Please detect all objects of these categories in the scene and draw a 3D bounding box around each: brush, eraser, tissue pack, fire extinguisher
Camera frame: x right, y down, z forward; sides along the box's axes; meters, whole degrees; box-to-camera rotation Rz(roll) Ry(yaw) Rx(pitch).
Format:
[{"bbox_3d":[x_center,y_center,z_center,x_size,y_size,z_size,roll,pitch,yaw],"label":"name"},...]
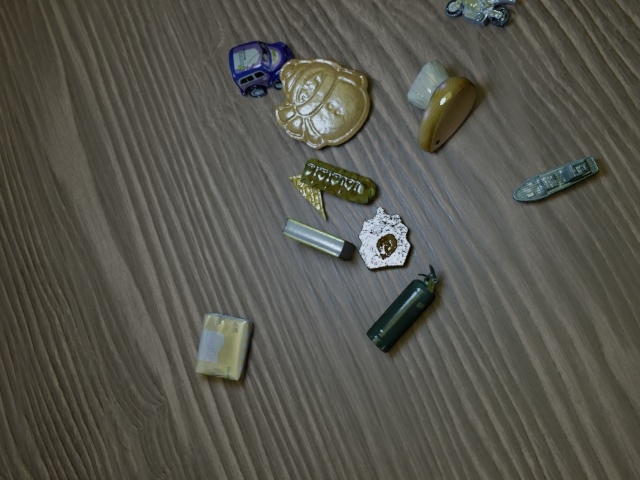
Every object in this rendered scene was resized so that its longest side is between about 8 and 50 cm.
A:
[{"bbox_3d":[0.374,-0.436,1.832,0.166,0.174,0.267,42,113,31],"label":"brush"},{"bbox_3d":[0.000,0.000,1.892,0.226,0.158,0.069,23,89,20],"label":"eraser"},{"bbox_3d":[-0.346,0.378,1.993,0.186,0.090,0.222,8,86,16],"label":"tissue pack"},{"bbox_3d":[0.278,0.216,1.803,0.311,0.114,0.095,-48,27,6],"label":"fire extinguisher"}]

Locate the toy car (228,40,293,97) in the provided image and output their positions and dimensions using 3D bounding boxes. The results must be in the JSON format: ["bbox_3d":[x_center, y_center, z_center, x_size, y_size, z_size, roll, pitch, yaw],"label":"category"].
[{"bbox_3d":[-0.222,-0.646,2.043,0.235,0.158,0.172,-13,79,14],"label":"toy car"}]

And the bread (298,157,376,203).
[{"bbox_3d":[0.064,-0.203,1.919,0.269,0.098,0.087,21,128,9],"label":"bread"}]

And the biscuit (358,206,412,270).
[{"bbox_3d":[0.215,-0.010,1.889,0.182,0.034,0.215,-8,79,16],"label":"biscuit"}]

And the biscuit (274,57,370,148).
[{"bbox_3d":[-0.004,-0.487,1.966,0.351,0.057,0.312,26,96,5],"label":"biscuit"}]

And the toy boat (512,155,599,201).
[{"bbox_3d":[0.722,-0.185,1.719,0.260,0.085,0.078,-23,78,14],"label":"toy boat"}]

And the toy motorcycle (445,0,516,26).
[{"bbox_3d":[0.538,-0.799,1.862,0.228,0.074,0.151,24,96,28],"label":"toy motorcycle"}]

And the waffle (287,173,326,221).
[{"bbox_3d":[-0.048,-0.147,1.990,0.125,0.032,0.191,-10,79,14],"label":"waffle"}]
